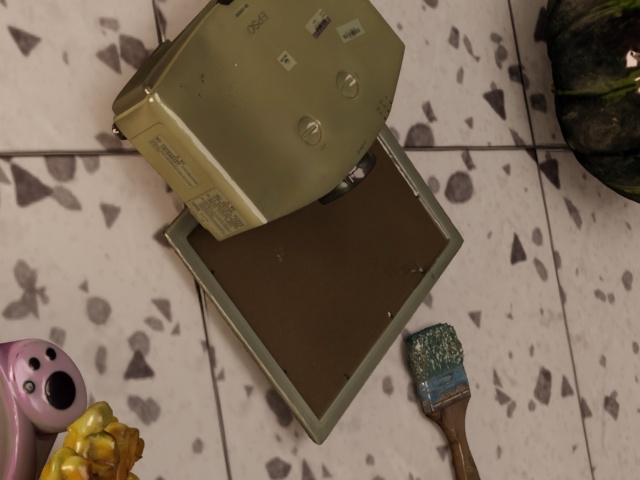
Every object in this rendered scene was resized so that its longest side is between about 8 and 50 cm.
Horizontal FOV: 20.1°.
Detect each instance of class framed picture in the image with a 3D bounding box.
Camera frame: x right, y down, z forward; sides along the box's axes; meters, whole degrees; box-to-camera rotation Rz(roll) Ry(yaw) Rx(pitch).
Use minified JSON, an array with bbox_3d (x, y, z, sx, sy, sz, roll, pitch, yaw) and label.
[{"bbox_3d":[0.000,0.000,1.570,0.232,0.019,0.296,56,45,-17],"label":"framed picture"}]

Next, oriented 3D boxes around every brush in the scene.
[{"bbox_3d":[0.124,0.174,1.657,0.070,0.021,0.196,-20,95,-46],"label":"brush"}]

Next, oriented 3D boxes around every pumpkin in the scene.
[{"bbox_3d":[0.372,-0.191,1.857,0.323,0.241,0.323,16,69,-46],"label":"pumpkin"}]

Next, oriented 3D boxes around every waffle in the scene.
[{"bbox_3d":[-0.175,0.227,1.213,0.243,0.059,0.238,90,14,-68],"label":"waffle"}]

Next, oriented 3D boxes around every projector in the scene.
[{"bbox_3d":[-0.040,-0.119,1.493,0.193,0.088,0.269,49,48,-14],"label":"projector"}]

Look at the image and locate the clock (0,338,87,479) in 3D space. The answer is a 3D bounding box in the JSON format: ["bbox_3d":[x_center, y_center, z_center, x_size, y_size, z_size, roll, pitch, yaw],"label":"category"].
[{"bbox_3d":[-0.289,0.125,1.177,0.248,0.090,0.227,41,53,-31],"label":"clock"}]
